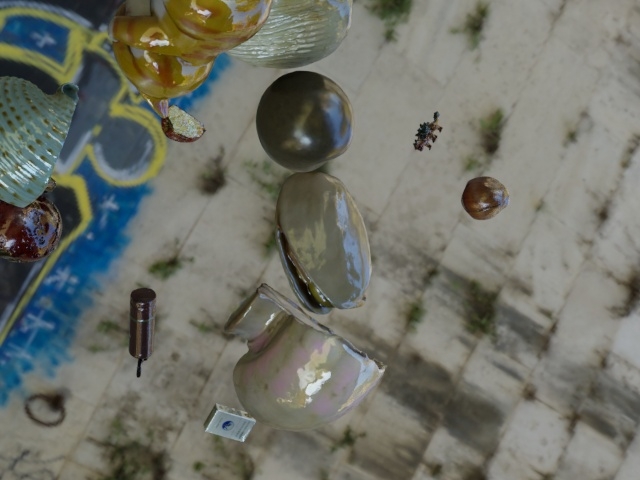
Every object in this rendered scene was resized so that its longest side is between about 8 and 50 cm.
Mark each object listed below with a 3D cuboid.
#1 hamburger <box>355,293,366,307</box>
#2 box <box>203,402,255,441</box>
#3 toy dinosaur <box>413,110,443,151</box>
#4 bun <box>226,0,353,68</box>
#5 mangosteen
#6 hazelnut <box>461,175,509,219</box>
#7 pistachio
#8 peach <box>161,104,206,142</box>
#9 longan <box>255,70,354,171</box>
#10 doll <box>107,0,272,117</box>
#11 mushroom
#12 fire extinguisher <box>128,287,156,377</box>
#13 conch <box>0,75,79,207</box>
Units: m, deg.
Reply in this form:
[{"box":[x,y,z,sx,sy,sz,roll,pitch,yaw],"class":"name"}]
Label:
[{"box":[0.063,0.133,2.197,0.076,0.083,0.044,3,-86,50],"class":"hamburger"},{"box":[-0.170,0.341,1.794,0.054,0.083,0.024,-58,-152,20],"class":"box"},{"box":[0.260,-0.260,2.306,0.154,0.055,0.049,-60,174,-40],"class":"toy dinosaur"},{"box":[-0.104,-0.546,2.168,0.365,0.365,0.220,-27,-121,52],"class":"bun"},{"box":[-0.586,-0.046,1.862,0.166,0.166,0.180,-17,-111,59],"class":"mangosteen"},{"box":[0.281,-0.071,1.633,0.086,0.086,0.086,-46,-155,29],"class":"hazelnut"},{"box":[0.000,0.000,1.882,0.166,0.197,0.288,-24,-104,42],"class":"pistachio"},{"box":[-0.264,-0.217,1.819,0.050,0.083,0.077,-39,-109,42],"class":"peach"},{"box":[-0.036,-0.269,2.231,0.248,0.248,0.248,-46,-155,29],"class":"longan"},{"box":[-0.168,-0.287,1.212,0.269,0.162,0.167,-25,-129,41],"class":"doll"},{"box":[-0.034,0.191,1.342,0.173,0.236,0.162,-56,-167,-6],"class":"mushroom"},{"box":[-0.300,0.148,1.622,0.078,0.045,0.157,-90,-173,-55],"class":"fire extinguisher"},{"box":[-0.412,-0.146,1.257,0.200,0.131,0.172,-46,-146,37],"class":"conch"}]
